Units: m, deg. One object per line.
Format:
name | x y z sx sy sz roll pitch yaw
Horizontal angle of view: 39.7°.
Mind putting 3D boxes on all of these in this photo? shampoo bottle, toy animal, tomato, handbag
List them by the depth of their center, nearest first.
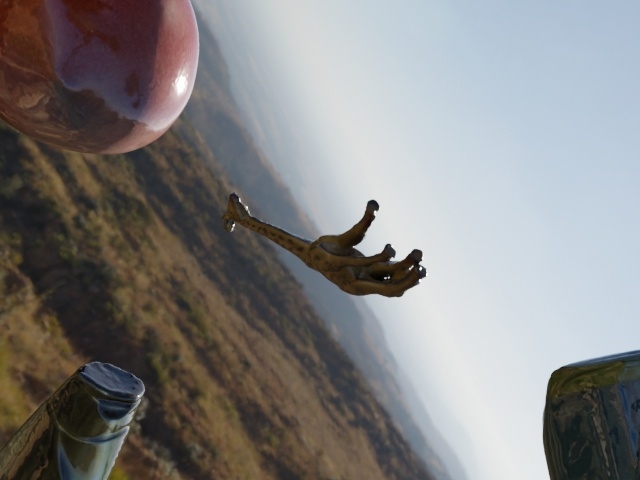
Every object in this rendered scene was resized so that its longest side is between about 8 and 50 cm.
handbag | 0.351 0.219 0.830 0.222 0.263 0.241 55 23 -73
shampoo bottle | -0.314 0.284 0.982 0.125 0.350 0.084 35 14 -1
toy animal | 0.003 0.007 1.085 0.054 0.275 0.149 -56 138 -31
tomato | -0.322 -0.257 1.212 0.321 0.321 0.322 -25 90 -86
